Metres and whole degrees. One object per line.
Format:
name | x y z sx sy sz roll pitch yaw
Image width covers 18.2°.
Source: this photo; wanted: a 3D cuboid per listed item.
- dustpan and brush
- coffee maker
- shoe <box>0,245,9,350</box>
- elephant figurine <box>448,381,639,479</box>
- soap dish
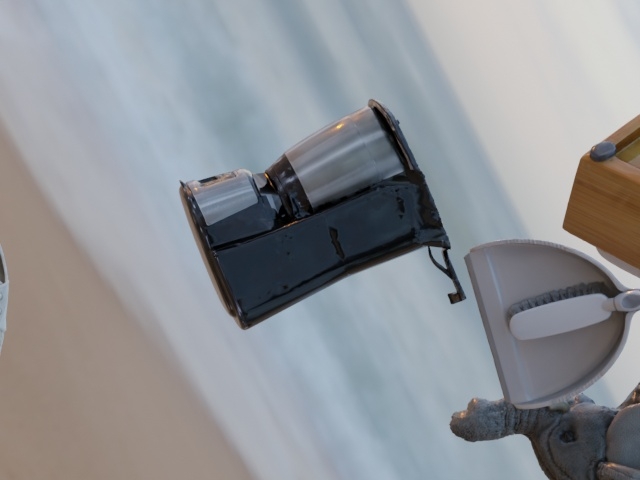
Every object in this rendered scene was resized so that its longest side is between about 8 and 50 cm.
dustpan and brush | 0.229 0.054 1.655 0.060 0.211 0.147 -26 101 -71
coffee maker | 0.000 0.000 1.540 0.120 0.178 0.171 85 -21 -77
shoe | -0.319 0.029 1.776 0.076 0.058 0.219 9 45 -28
elephant figurine | 0.274 0.186 1.798 0.186 0.239 0.169 33 -28 53
soap dish | 0.375 -0.041 1.689 0.291 0.229 0.118 31 -31 49
